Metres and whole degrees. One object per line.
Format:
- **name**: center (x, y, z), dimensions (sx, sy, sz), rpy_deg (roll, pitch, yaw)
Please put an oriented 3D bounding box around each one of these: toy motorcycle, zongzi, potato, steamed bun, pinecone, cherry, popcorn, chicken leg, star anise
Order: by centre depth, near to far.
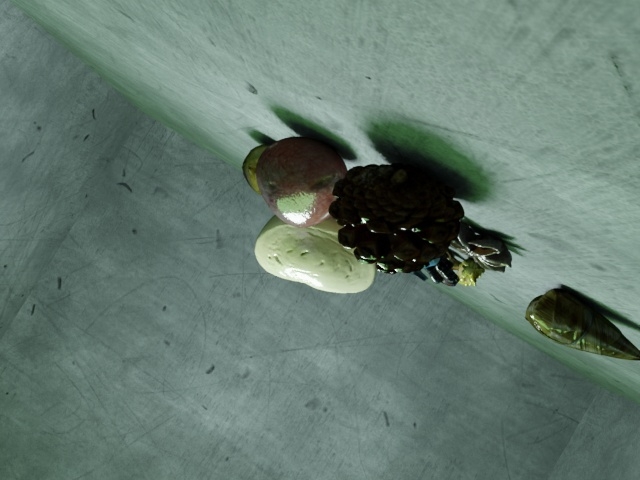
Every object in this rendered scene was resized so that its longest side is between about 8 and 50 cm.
- **pinecone**: center (0.161, -0.048, 1.142), dimensions (0.298, 0.242, 0.296), rpy_deg (24, 173, 22)
- **star anise**: center (0.415, 0.016, 1.351), dimensions (0.212, 0.073, 0.197), rpy_deg (33, 176, 31)
- **cherry**: center (-0.046, -0.168, 1.431), dimensions (0.307, 0.221, 0.261), rpy_deg (-9, 118, 50)
- **zongzi**: center (0.748, 0.257, 1.468), dimensions (0.300, 0.138, 0.286), rpy_deg (29, 180, 18)
- **toy motorcycle**: center (0.312, 0.012, 1.802), dimensions (0.416, 0.172, 0.232), rpy_deg (41, 179, 44)
- **popcorn**: center (0.525, 0.116, 1.816), dimensions (0.089, 0.097, 0.109), rpy_deg (34, -168, 3)
- **chicken leg**: center (0.481, 0.076, 1.905), dimensions (0.196, 0.080, 0.125), rpy_deg (23, -175, 19)
- **steamed bun**: center (0.000, 0.000, 1.946), dimensions (0.456, 0.289, 0.371), rpy_deg (12, -162, 4)
- **potato**: center (-0.202, -0.266, 1.952), dimensions (0.307, 0.173, 0.210), rpy_deg (168, 79, -82)
